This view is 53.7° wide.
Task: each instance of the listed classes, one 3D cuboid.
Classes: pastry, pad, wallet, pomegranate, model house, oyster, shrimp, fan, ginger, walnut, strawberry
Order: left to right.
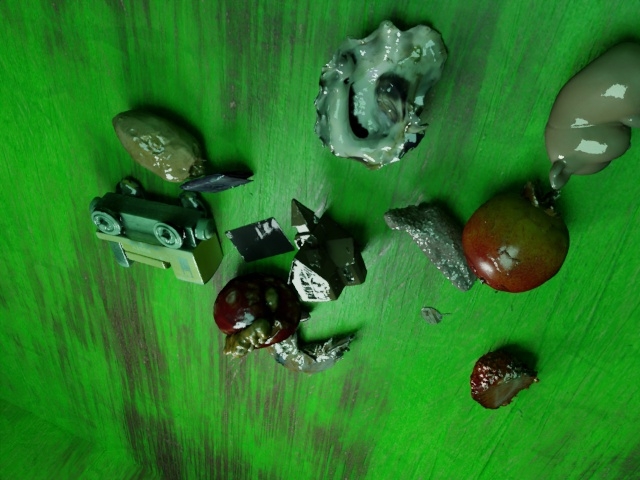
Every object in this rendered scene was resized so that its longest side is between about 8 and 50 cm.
[{"bbox_3d":[-0.401,-0.242,1.572,0.267,0.152,0.138,37,106,2],"label":"ginger"},{"bbox_3d":[-0.263,-0.150,1.598,0.165,0.111,0.030,-11,81,36],"label":"wallet"},{"bbox_3d":[-0.190,0.221,1.770,0.221,0.244,0.269,24,147,-20],"label":"walnut"},{"bbox_3d":[-0.168,0.001,1.740,0.193,0.004,0.116,-14,119,36],"label":"pad"},{"bbox_3d":[-0.048,0.292,1.877,0.360,0.085,0.247,-13,113,40],"label":"shrimp"},{"bbox_3d":[0.000,0.000,1.517,0.176,0.181,0.248,-6,125,32],"label":"model house"},{"bbox_3d":[0.110,-0.275,1.278,0.237,0.115,0.351,14,138,7],"label":"oyster"},{"bbox_3d":[0.293,0.191,1.642,0.060,0.003,0.080,38,136,-6],"label":"fan"},{"bbox_3d":[0.270,0.002,1.413,0.265,0.103,0.112,36,126,-16],"label":"pastry"},{"bbox_3d":[0.451,0.347,1.627,0.175,0.107,0.236,5,143,-25],"label":"strawberry"},{"bbox_3d":[0.397,-0.008,1.276,0.210,0.210,0.235,23,110,10],"label":"pomegranate"}]

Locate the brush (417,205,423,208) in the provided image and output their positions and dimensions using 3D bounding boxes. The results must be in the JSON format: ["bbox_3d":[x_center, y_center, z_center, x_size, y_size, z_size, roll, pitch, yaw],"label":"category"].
[{"bbox_3d":[0.221,-0.042,1.472,0.021,0.019,0.083,17,132,3],"label":"brush"}]

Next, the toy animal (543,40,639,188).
[{"bbox_3d":[0.477,-0.218,1.081,0.154,0.166,0.250,34,130,13],"label":"toy animal"}]

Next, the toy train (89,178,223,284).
[{"bbox_3d":[-0.463,-0.020,1.787,0.396,0.160,0.253,12,138,20],"label":"toy train"}]
